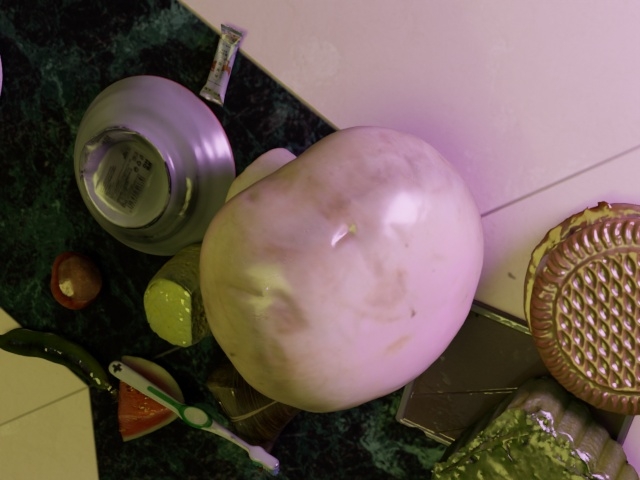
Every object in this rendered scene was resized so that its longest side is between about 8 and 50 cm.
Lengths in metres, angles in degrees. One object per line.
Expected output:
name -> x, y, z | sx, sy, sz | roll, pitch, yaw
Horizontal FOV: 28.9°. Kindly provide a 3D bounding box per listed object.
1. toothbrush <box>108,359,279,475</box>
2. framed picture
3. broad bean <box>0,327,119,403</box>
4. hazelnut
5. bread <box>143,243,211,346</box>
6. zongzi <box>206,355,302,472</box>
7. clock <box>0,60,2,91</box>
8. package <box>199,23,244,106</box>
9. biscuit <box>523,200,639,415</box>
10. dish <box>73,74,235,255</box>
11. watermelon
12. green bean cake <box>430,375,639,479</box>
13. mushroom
toothbrush -> -0.181, 0.244, 1.749 | 0.304, 0.030, 0.030 | 29, 116, 22
framed picture -> 0.252, 0.205, 1.600 | 0.290, 0.020, 0.211 | 22, 114, 17
broad bean -> -0.400, 0.178, 1.889 | 0.227, 0.039, 0.069 | 25, 114, 19
hazelnut -> -0.358, 0.059, 1.817 | 0.086, 0.086, 0.086 | 8, 109, 23
bread -> -0.177, 0.074, 1.709 | 0.111, 0.114, 0.129 | 11, 118, 27
zongzi -> -0.044, 0.243, 1.719 | 0.187, 0.084, 0.184 | -8, 113, 33
clock -> -0.578, -0.253, 1.818 | 0.230, 0.083, 0.230 | 6, 106, 23
package -> -0.130, -0.233, 1.647 | 0.037, 0.015, 0.110 | 26, 117, 10
biscuit -> 0.362, 0.080, 1.467 | 0.259, 0.079, 0.259 | 5, 103, 21
dish -> -0.250, -0.092, 1.708 | 0.260, 0.085, 0.260 | 8, 108, 23
watermelon -> -0.268, 0.249, 1.817 | 0.125, 0.094, 0.135 | 31, 114, 14
green bean cake -> 0.266, 0.300, 1.549 | 0.200, 0.113, 0.214 | 47, 119, 6
mushroom -> 0.009, 0.015, 1.477 | 0.353, 0.325, 0.353 | 1, 93, 21
